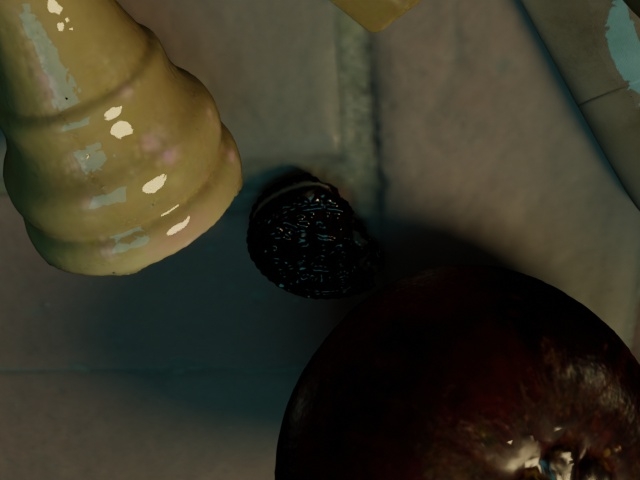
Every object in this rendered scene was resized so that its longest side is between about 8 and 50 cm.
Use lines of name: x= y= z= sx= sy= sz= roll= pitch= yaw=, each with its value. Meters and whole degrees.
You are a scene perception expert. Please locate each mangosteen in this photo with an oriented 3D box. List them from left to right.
mangosteen: x=0.072 y=0.133 z=0.749 sx=0.236 sy=0.235 sz=0.261 roll=29 pitch=168 yaw=-24

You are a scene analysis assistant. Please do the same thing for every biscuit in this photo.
biscuit: x=0.000 y=0.000 z=0.730 sx=0.089 sy=0.027 sz=0.087 roll=16 pitch=134 yaw=-12

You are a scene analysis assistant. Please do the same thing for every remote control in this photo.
remote control: x=0.162 y=-0.079 z=0.632 sx=0.073 sy=0.044 sz=0.229 roll=-19 pitch=131 yaw=24

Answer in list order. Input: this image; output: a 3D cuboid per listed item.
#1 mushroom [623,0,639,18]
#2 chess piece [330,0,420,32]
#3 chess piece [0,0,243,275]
mushroom: x=0.206 y=-0.162 z=0.472 sx=0.207 sy=0.207 sz=0.215 roll=35 pitch=93 yaw=-28
chess piece: x=-0.010 y=-0.169 z=0.539 sx=0.090 sy=0.090 sz=0.200 roll=-30 pitch=137 yaw=28
chess piece: x=-0.151 y=-0.159 z=0.527 sx=0.117 sy=0.117 sz=0.397 roll=-11 pitch=131 yaw=13
